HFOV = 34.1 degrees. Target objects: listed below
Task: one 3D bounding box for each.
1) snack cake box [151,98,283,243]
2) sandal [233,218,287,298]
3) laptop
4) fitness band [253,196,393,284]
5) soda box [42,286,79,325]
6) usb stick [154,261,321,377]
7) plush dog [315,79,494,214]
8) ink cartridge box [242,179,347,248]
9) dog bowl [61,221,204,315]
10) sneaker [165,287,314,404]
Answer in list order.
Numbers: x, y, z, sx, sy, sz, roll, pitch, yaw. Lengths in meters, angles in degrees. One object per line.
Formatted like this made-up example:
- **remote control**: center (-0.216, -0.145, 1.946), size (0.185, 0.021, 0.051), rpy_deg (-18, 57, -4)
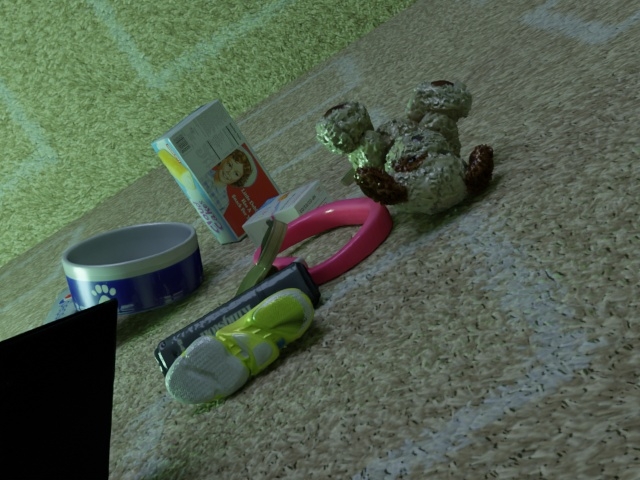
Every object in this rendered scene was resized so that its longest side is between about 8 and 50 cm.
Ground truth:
- **snack cake box**: center (-0.211, -0.143, 2.192), size (0.152, 0.264, 0.089), rpy_deg (-42, 18, -29)
- **sandal**: center (-0.080, 0.072, 1.654), size (0.088, 0.079, 0.240), rpy_deg (-80, 14, -50)
- **laptop**: center (-0.422, 0.291, 1.217), size (0.408, 0.236, 0.382), rpy_deg (-29, -2, 15)
- **fitness band**: center (0.000, 0.000, 1.760), size (0.209, 0.054, 0.291), rpy_deg (-40, 19, -23)
- **soda box**: center (-0.493, 0.170, 2.121), size (0.091, 0.098, 0.286), rpy_deg (-32, 16, 5)
- **usb stick**: center (-0.128, 0.127, 1.598), size (0.278, 0.077, 0.045), rpy_deg (-31, -9, 10)
- **plush dog**: center (0.144, -0.114, 1.637), size (0.263, 0.210, 0.225), rpy_deg (-14, 30, -10)
- **ink cartridge box**: center (-0.049, -0.054, 1.990), size (0.181, 0.061, 0.104), rpy_deg (-19, 22, 40)
- **dog bowl**: center (-0.366, 0.052, 2.050), size (0.265, 0.104, 0.265), rpy_deg (-8, 17, 3)
- **sneaker**: center (-0.108, 0.153, 1.505), size (0.240, 0.091, 0.126), rpy_deg (-31, -2, 6)
